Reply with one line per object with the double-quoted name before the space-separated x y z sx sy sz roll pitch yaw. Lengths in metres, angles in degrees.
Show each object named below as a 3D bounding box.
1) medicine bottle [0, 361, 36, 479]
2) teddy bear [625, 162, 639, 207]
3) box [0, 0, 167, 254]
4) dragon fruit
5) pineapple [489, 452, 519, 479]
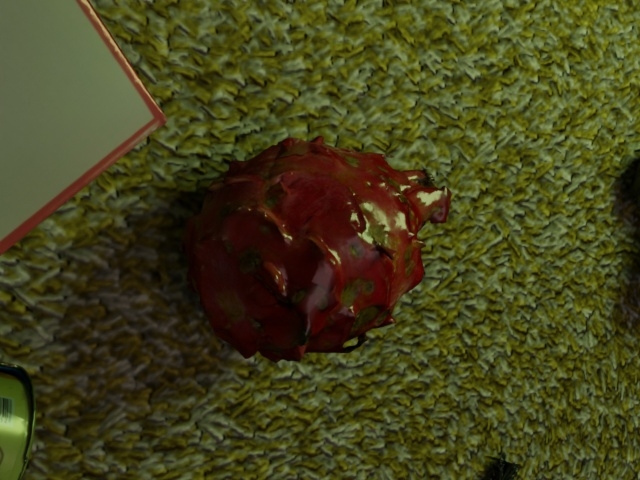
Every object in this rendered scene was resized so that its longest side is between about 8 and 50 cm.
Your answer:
"medicine bottle" -0.350 0.136 0.716 0.239 0.124 0.124 22 88 -36
"teddy bear" 0.604 0.011 1.340 0.357 0.224 0.367 -24 129 -30
"box" -0.341 -0.114 0.547 0.312 0.300 0.314 -44 123 -19
"dragon fruit" 0.000 0.000 0.884 0.268 0.210 0.205 -27 88 -24
"pineapple" 0.227 0.338 1.213 0.058 0.058 0.124 35 80 -36
